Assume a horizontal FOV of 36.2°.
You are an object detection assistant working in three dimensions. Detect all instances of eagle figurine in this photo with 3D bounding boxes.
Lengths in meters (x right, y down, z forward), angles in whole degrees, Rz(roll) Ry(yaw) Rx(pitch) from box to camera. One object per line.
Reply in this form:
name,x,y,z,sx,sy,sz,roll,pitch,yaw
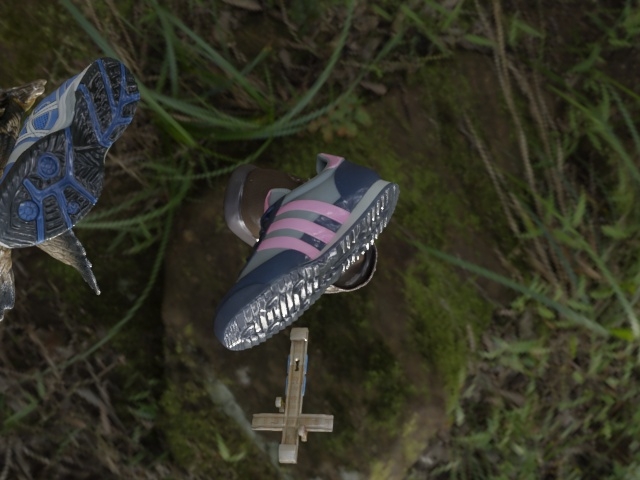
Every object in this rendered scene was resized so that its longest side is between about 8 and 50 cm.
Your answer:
eagle figurine,-0.402,-0.059,1.243,0.225,0.298,0.226,0,161,-21

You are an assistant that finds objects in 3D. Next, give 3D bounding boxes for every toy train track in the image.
toy train track,-0.016,0.088,0.573,0.048,0.083,0.014,-1,149,10

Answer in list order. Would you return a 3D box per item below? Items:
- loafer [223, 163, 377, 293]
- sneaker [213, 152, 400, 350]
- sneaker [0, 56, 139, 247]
loafer,0.000,0.000,1.448,0.366,0.130,0.133,29,71,-56
sneaker,-0.043,0.007,1.215,0.319,0.131,0.112,-41,154,-34
sneaker,-0.241,-0.075,0.897,0.080,0.081,0.211,50,50,-31
